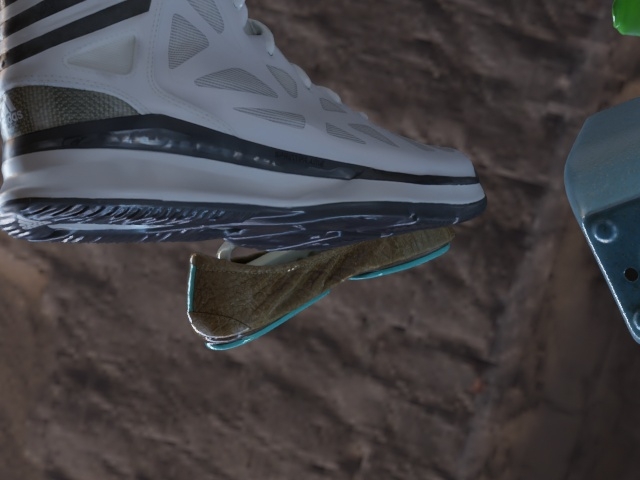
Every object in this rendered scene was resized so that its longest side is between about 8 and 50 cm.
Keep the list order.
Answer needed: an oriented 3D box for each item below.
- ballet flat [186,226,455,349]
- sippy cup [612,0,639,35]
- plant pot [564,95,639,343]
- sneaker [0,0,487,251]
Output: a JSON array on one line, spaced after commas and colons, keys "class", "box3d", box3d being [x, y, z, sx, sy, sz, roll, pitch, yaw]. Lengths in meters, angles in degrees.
[{"class": "ballet flat", "box3d": [0.000, 0.000, 1.630, 0.342, 0.124, 0.116, -22, -165, -30]}, {"class": "sippy cup", "box3d": [0.397, -0.190, 1.297, 0.224, 0.305, 0.240, 14, -127, -43]}, {"class": "plant pot", "box3d": [0.393, -0.023, 1.627, 0.247, 0.248, 0.252, -21, -170, 33]}, {"class": "sneaker", "box3d": [-0.042, -0.129, 1.149, 0.169, 0.258, 0.447, -11, 170, 43]}]
